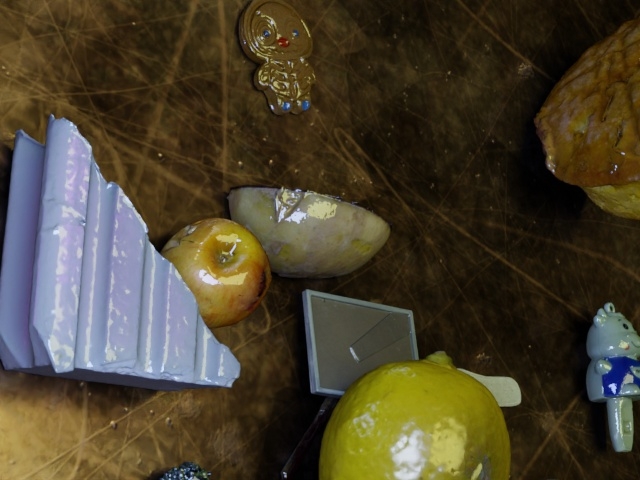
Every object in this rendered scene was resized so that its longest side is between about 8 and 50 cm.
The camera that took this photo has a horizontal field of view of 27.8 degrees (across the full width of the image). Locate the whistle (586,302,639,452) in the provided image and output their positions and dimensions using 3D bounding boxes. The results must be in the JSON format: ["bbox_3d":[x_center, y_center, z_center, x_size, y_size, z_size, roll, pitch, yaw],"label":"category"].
[{"bbox_3d":[0.481,0.219,2.095,0.110,0.092,0.244,16,66,-47],"label":"whistle"}]

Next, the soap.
[{"bbox_3d":[-0.234,0.027,1.521,0.258,0.159,0.302,12,72,-33],"label":"soap"}]

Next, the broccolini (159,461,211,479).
[{"bbox_3d":[-0.121,0.352,1.580,0.202,0.068,0.091,47,34,-20],"label":"broccolini"}]

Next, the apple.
[{"bbox_3d":[-0.130,0.040,1.623,0.146,0.146,0.146,13,69,-36],"label":"apple"}]

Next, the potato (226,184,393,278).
[{"bbox_3d":[0.002,0.003,1.755,0.261,0.120,0.100,18,73,-34],"label":"potato"}]

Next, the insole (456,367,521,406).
[{"bbox_3d":[0.233,0.225,1.943,0.192,0.010,0.063,8,72,-37],"label":"insole"}]

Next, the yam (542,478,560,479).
[{"bbox_3d":[0.325,0.436,1.921,0.068,0.068,0.169,47,49,-19],"label":"yam"}]

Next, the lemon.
[{"bbox_3d":[0.120,0.294,1.673,0.260,0.260,0.284,-17,117,-41],"label":"lemon"}]

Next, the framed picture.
[{"bbox_3d":[0.061,0.154,1.803,0.203,0.015,0.150,13,61,-39],"label":"framed picture"}]

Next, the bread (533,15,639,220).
[{"bbox_3d":[0.539,-0.209,2.101,0.215,0.398,0.398,44,53,-31],"label":"bread"}]

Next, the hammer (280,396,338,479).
[{"bbox_3d":[-0.014,0.253,1.729,0.065,0.021,0.178,46,56,-19],"label":"hammer"}]

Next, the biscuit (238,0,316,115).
[{"bbox_3d":[-0.055,-0.266,1.844,0.124,0.026,0.175,-10,83,-40],"label":"biscuit"}]
